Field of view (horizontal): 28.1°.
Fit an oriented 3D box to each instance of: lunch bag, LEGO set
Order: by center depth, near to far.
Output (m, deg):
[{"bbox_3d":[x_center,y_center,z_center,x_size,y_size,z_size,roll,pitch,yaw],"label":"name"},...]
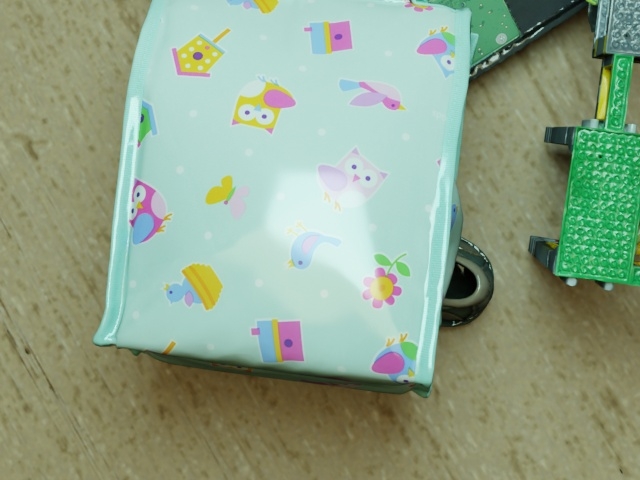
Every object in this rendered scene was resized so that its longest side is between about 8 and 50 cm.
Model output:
[{"bbox_3d":[-0.016,-0.042,0.840,0.223,0.160,0.262,6,80,6],"label":"lunch bag"},{"bbox_3d":[0.263,-0.090,0.881,0.254,0.192,0.331,-1,95,3],"label":"LEGO set"}]

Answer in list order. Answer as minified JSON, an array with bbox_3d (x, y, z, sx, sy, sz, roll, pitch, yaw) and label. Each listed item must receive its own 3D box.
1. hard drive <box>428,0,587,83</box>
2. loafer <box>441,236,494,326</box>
[{"bbox_3d":[0.075,-0.233,0.923,0.339,0.064,0.237,-34,113,-1],"label":"hard drive"},{"bbox_3d":[0.000,0.000,0.942,0.267,0.084,0.096,13,88,3],"label":"loafer"}]
